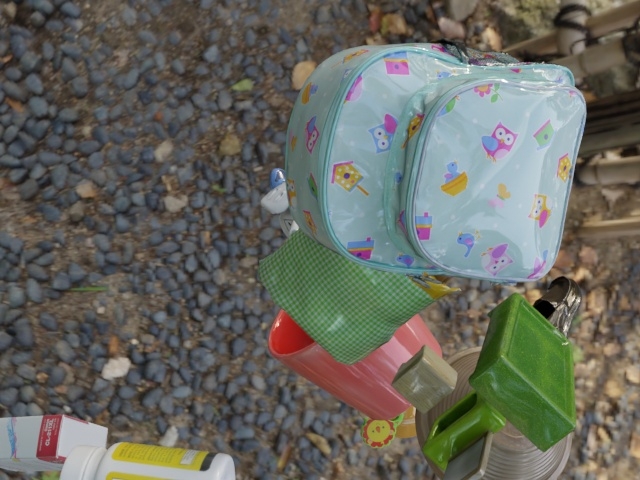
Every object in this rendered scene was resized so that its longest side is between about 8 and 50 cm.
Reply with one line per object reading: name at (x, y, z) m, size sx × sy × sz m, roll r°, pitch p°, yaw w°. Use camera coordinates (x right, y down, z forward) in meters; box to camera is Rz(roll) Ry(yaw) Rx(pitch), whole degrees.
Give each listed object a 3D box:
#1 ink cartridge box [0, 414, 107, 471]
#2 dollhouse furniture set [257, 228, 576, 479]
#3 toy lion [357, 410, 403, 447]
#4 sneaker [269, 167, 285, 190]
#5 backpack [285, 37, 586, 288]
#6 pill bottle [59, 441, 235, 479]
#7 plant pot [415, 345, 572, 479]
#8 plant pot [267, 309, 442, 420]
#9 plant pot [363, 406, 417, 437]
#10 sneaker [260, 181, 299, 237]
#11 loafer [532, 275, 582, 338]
ink cartridge box at (-0.467, 0.340, 1.477) m, size 0.127 × 0.175 × 0.072 m, roll 44°, pitch 44°, yaw -59°
dollhouse furniture set at (0.076, 0.098, 0.880) m, size 0.301 × 0.197 × 0.151 m, roll 43°, pitch 28°, yaw -4°
toy lion at (0.123, 0.365, 1.785) m, size 0.100 × 0.034 × 0.096 m, roll -26°, pitch 96°, yaw -10°
sneaker at (-0.060, -0.094, 1.838) m, size 0.053 × 0.059 × 0.144 m, roll -4°, pitch 62°, yaw -41°
backpack at (0.075, -0.053, 0.603) m, size 0.188 × 0.144 × 0.166 m, roll 4°, pitch 105°, yaw -17°
pill bottle at (-0.224, 0.327, 1.153) m, size 0.208 × 0.119 × 0.119 m, roll 5°, pitch 85°, yaw 8°
plant pot at (0.264, 0.258, 1.290) m, size 0.237 × 0.110 × 0.237 m, roll 3°, pitch 66°, yaw -7°
plant pot at (0.079, 0.186, 1.654) m, size 0.243 × 0.275 × 0.275 m, roll 44°, pitch 68°, yaw -19°
plant pot at (0.184, 0.311, 2.008) m, size 0.205 × 0.205 × 0.188 m, roll -34°, pitch 145°, yaw -27°
sneaker at (0.000, 0.000, 1.263) m, size 0.137 × 0.210 × 0.366 m, roll 58°, pitch 42°, yaw -21°
loafer at (0.491, 0.141, 1.866) m, size 0.078 × 0.080 × 0.220 m, roll 43°, pitch 40°, yaw -11°
